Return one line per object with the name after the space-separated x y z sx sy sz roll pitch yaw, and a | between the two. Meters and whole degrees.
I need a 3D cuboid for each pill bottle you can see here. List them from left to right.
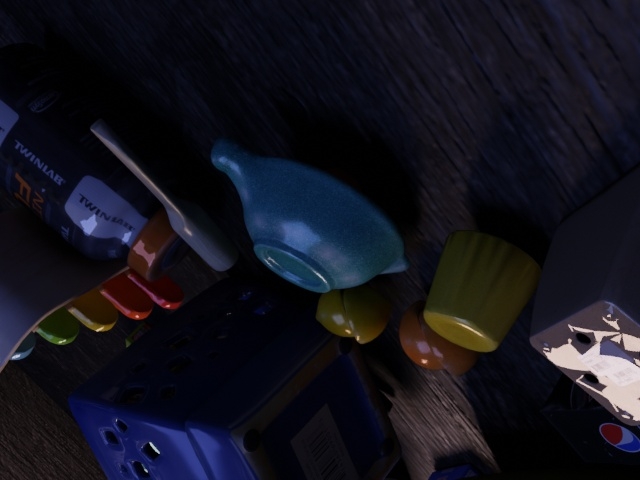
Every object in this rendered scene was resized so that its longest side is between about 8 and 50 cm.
-0.226 -0.068 0.716 0.246 0.130 0.130 39 151 7 | pill bottle

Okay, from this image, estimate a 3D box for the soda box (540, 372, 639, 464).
0.228 0.108 0.478 0.060 0.053 0.169 48 150 -10 | soda box

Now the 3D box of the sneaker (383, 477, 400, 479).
0.043 0.375 1.014 0.147 0.104 0.295 23 151 22 | sneaker

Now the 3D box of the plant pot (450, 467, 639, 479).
0.209 0.290 0.578 0.275 0.275 0.293 43 136 -1 | plant pot

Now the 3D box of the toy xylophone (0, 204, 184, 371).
-0.283 0.002 0.773 0.236 0.323 0.081 43 117 13 | toy xylophone

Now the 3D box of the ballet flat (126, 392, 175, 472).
-0.178 0.353 1.194 0.483 0.164 0.182 49 -170 -26 | ballet flat

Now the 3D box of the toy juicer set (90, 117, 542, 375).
0.000 0.000 0.592 0.329 0.089 0.209 24 161 14 | toy juicer set

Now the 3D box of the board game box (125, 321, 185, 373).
-0.278 0.211 1.251 0.092 0.043 0.181 38 151 9 | board game box

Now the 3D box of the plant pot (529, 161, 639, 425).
0.178 0.034 0.396 0.109 0.096 0.109 40 151 2 | plant pot

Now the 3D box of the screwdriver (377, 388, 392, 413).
0.012 0.135 0.827 0.170 0.025 0.024 41 153 21 | screwdriver

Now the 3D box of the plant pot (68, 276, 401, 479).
-0.066 0.191 0.749 0.212 0.236 0.235 -2 117 44 | plant pot

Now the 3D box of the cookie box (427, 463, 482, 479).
0.174 0.302 0.823 0.107 0.040 0.092 42 152 2 | cookie box
